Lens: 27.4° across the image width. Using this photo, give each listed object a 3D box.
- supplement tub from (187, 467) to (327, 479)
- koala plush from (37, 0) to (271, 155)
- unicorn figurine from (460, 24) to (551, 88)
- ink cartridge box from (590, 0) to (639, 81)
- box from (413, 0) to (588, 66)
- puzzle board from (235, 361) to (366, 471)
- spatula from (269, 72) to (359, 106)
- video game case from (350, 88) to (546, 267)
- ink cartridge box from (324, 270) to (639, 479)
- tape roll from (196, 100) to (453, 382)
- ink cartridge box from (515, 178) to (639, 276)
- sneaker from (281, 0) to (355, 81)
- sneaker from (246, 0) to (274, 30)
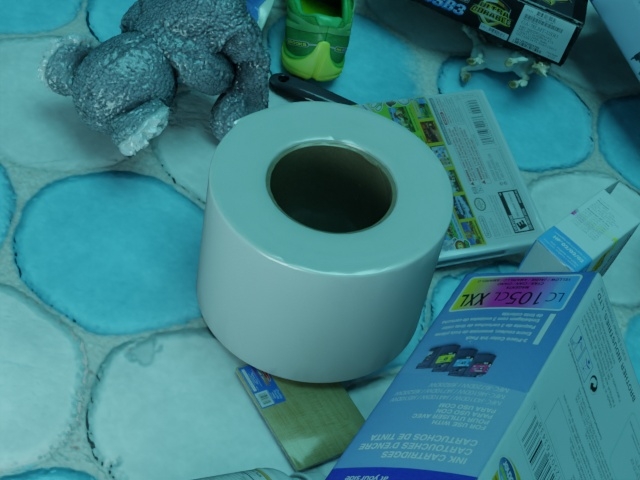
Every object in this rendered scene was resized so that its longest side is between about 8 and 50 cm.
[{"bbox_3d":[-0.084,0.270,1.100,0.199,0.144,0.144,-5,52,-26],"label":"supplement tub"},{"bbox_3d":[-0.188,-0.195,1.461,0.221,0.203,0.196,-35,68,-28],"label":"koala plush"},{"bbox_3d":[0.231,-0.247,1.749,0.161,0.060,0.111,27,36,12],"label":"unicorn figurine"},{"bbox_3d":[0.458,-0.269,1.784,0.185,0.065,0.311,8,48,-52],"label":"ink cartridge box"},{"bbox_3d":[0.225,-0.373,1.810,0.293,0.073,0.295,26,31,1],"label":"box"},{"bbox_3d":[-0.016,0.165,1.315,0.096,0.011,0.128,-17,57,-31],"label":"puzzle board"},{"bbox_3d":[0.070,-0.137,1.606,0.296,0.030,0.084,28,49,5],"label":"spatula"},{"bbox_3d":[0.136,-0.073,1.544,0.206,0.026,0.227,-9,61,-19],"label":"video game case"},{"bbox_3d":[0.148,0.242,1.124,0.151,0.270,0.395,-6,30,36],"label":"ink cartridge box"},{"bbox_3d":[0.000,0.000,1.339,0.246,0.169,0.246,5,46,-5],"label":"tape roll"},{"bbox_3d":[0.299,0.012,1.512,0.061,0.104,0.181,43,49,17],"label":"ink cartridge box"},{"bbox_3d":[0.000,-0.333,1.688,0.109,0.123,0.296,6,48,-17],"label":"sneaker"},{"bbox_3d":[-0.111,-0.284,1.645,0.084,0.058,0.152,26,51,-10],"label":"sneaker"}]
